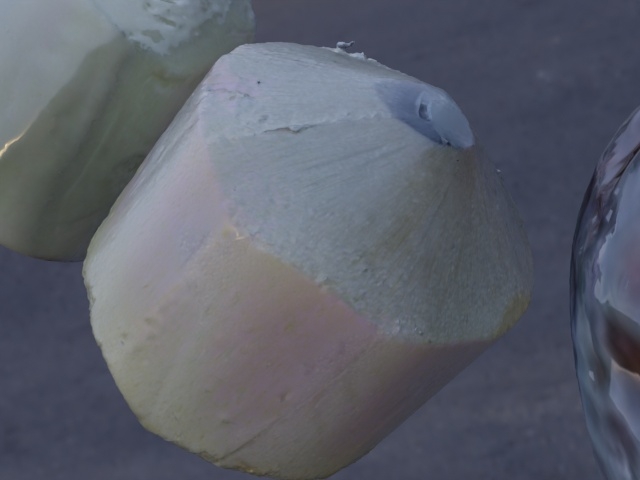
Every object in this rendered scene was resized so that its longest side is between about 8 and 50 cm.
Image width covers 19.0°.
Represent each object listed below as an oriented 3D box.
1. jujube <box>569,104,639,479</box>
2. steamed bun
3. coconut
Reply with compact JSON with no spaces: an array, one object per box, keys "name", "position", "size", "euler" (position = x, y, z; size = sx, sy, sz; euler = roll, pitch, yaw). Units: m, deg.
[{"name":"jujube","position":[0.197,0.065,0.524],"size":[0.215,0.308,0.246],"euler":[-34,-21,-4]},{"name":"steamed bun","position":[-0.162,-0.112,1.312],"size":[0.225,0.170,0.200],"euler":[-52,-15,20]},{"name":"coconut","position":[0.000,0.000,1.132],"size":[0.244,0.239,0.239],"euler":[-45,3,32]}]
